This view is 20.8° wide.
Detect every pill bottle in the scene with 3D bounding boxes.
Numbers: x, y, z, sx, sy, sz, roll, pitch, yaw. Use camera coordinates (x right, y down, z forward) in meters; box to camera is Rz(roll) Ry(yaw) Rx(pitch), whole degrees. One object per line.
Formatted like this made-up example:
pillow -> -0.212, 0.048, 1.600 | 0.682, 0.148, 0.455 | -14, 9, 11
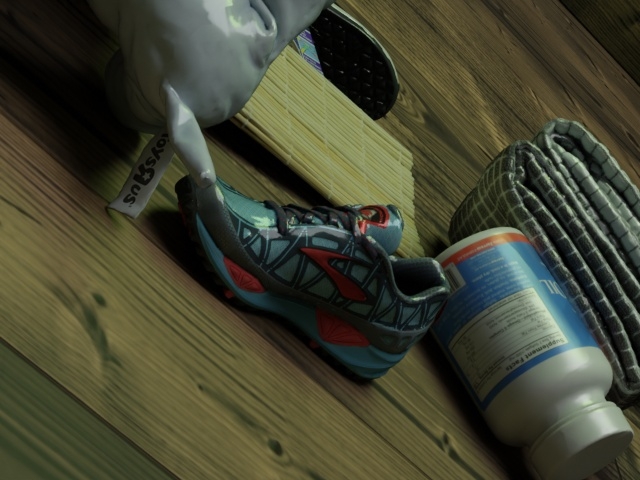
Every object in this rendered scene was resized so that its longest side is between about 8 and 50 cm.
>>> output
pill bottle -> 0.185, 0.107, 1.568 | 0.124, 0.124, 0.221 | 19, 36, -58

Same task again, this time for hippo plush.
hippo plush -> -0.141, -0.197, 1.258 | 0.236, 0.234, 0.294 | 46, 59, -18

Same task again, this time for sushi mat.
sushi mat -> 0.006, -0.098, 1.630 | 0.316, 0.019, 0.151 | 38, 35, -44

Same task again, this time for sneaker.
sneaker -> -0.001, -0.231, 1.865 | 0.234, 0.084, 0.097 | 46, 17, -11
sneaker -> 0.000, 0.000, 1.338 | 0.262, 0.125, 0.104 | 35, 23, -40

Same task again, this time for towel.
towel -> 0.250, 0.045, 1.719 | 0.283, 0.121, 0.235 | 57, -18, 10

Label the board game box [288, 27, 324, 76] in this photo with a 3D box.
board game box -> -0.059, -0.172, 1.643 | 0.201, 0.035, 0.136 | 24, 43, -54
